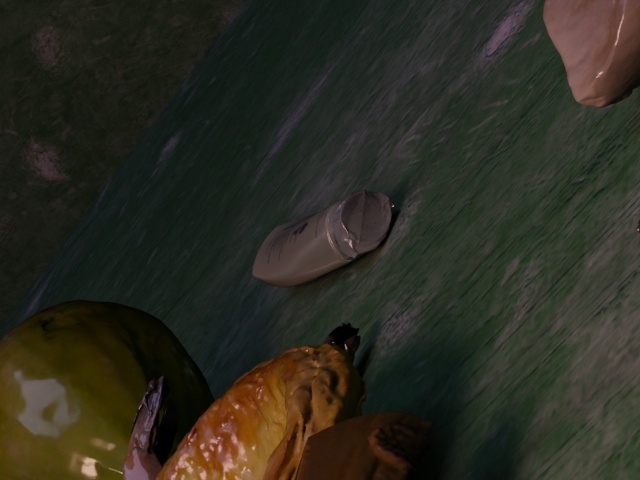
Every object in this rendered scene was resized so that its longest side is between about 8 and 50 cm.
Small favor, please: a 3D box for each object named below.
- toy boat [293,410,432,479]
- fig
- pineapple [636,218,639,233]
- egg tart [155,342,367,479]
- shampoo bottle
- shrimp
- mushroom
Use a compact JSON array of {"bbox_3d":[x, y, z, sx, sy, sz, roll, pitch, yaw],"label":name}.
[{"bbox_3d":[0.023,0.215,1.007,0.321,0.121,0.089,-74,-3,-49],"label":"toy boat"},{"bbox_3d":[-0.176,0.154,1.596,0.233,0.233,0.314,-64,15,-21],"label":"fig"},{"bbox_3d":[0.234,-0.054,0.908,0.119,0.111,0.237,-29,-19,-40],"label":"pineapple"},{"bbox_3d":[-0.039,0.208,1.240,0.294,0.123,0.294,-51,19,25],"label":"egg tart"},{"bbox_3d":[0.000,0.000,1.686,0.072,0.049,0.212,-59,14,-22],"label":"shampoo bottle"},{"bbox_3d":[-0.061,0.138,1.454,0.219,0.152,0.046,-52,-30,-17],"label":"shrimp"},{"bbox_3d":[0.238,-0.198,1.209,0.247,0.096,0.108,-48,-9,25],"label":"mushroom"}]
